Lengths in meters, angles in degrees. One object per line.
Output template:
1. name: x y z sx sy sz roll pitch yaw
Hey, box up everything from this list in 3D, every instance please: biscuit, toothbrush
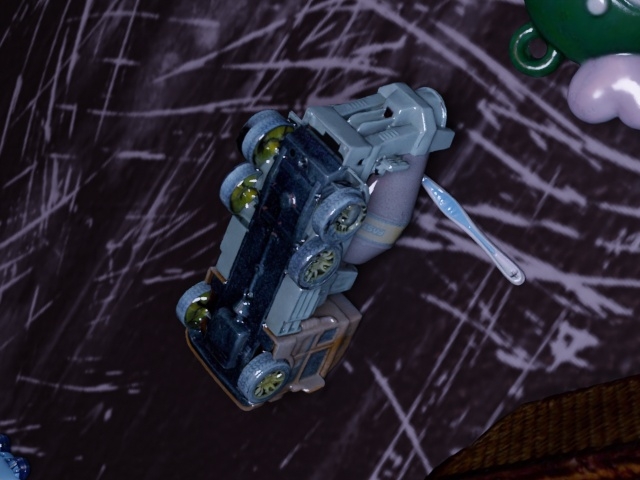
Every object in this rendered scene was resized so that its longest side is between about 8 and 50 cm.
1. biscuit: 0.201 0.126 0.866 0.073 0.107 0.388 58 148 -4
2. toothbrush: 0.098 -0.023 1.109 0.014 0.017 0.162 -44 59 6

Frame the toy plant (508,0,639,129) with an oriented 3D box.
1. toy plant: 0.217 -0.196 0.976 0.243 0.112 0.232 -22 79 16

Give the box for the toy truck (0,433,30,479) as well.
1. toy truck: -0.313 0.229 1.374 0.073 0.056 0.090 41 122 38

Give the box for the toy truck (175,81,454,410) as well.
1. toy truck: 0.000 0.000 1.107 0.108 0.140 0.256 45 128 32
